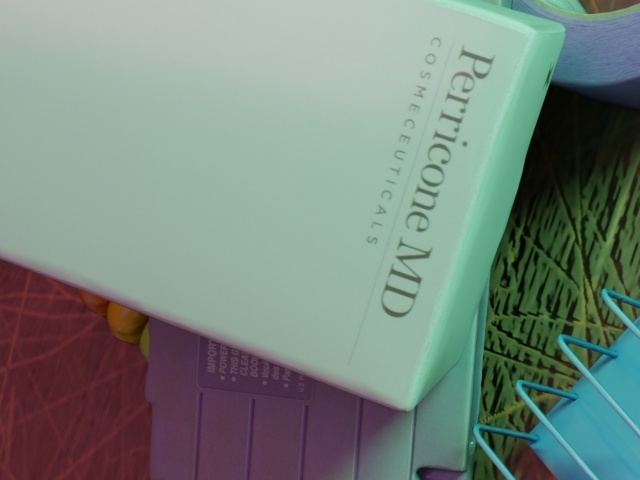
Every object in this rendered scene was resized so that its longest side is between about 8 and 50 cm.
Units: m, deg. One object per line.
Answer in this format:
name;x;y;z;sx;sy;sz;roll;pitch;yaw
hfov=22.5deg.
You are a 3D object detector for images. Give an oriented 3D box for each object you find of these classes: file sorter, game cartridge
file sorter;0.197;0.101;0.982;0.170;0.104;0.118;-49;56;15
game cartridge;0.000;0.000;1.066;0.230;0.068;0.355;7;98;19

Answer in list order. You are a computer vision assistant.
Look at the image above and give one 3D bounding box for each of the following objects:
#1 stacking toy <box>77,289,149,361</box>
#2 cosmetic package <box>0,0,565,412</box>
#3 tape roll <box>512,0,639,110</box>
stacking toy;-0.084;0.052;1.186;0.175;0.166;0.302;-47;67;27
cosmetic package;-0.107;-0.090;0.972;0.453;0.161;0.230;19;101;12
tape roll;0.211;-0.226;1.045;0.275;0.090;0.274;-7;79;39
